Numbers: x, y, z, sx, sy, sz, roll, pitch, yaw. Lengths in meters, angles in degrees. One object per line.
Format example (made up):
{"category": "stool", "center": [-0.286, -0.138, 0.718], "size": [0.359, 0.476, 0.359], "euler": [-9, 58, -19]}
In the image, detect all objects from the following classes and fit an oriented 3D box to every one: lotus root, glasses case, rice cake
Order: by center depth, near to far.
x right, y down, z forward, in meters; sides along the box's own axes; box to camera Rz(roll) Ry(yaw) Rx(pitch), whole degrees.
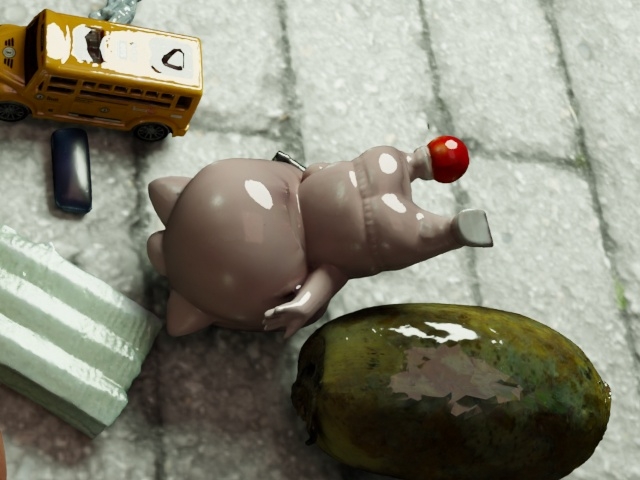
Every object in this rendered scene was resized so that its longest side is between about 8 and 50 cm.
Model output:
{"category": "rice cake", "center": [-0.252, 0.055, 1.143], "size": [0.237, 0.043, 0.127], "euler": [28, 53, -9]}
{"category": "lotus root", "center": [0.118, 0.131, 1.200], "size": [0.274, 0.152, 0.160], "euler": [8, 73, -19]}
{"category": "glasses case", "center": [-0.218, -0.064, 1.238], "size": [0.033, 0.023, 0.083], "euler": [5, 60, -26]}

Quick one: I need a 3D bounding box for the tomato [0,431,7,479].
{"category": "tomato", "center": [-0.337, 0.161, 0.916], "size": [0.265, 0.265, 0.265], "euler": [11, 58, -19]}

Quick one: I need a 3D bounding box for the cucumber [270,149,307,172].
{"category": "cucumber", "center": [0.018, -0.027, 1.322], "size": [0.163, 0.043, 0.039], "euler": [35, 11, -7]}

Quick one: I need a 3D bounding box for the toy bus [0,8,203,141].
{"category": "toy bus", "center": [-0.205, -0.152, 1.255], "size": [0.194, 0.088, 0.083], "euler": [7, 61, -22]}

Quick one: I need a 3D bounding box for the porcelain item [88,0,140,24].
{"category": "porcelain item", "center": [-0.191, -0.216, 1.338], "size": [0.036, 0.028, 0.083], "euler": [25, 54, 10]}

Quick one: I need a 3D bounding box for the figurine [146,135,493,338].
{"category": "figurine", "center": [0.000, 0.000, 1.205], "size": [0.287, 0.186, 0.176], "euler": [-18, 72, 5]}
